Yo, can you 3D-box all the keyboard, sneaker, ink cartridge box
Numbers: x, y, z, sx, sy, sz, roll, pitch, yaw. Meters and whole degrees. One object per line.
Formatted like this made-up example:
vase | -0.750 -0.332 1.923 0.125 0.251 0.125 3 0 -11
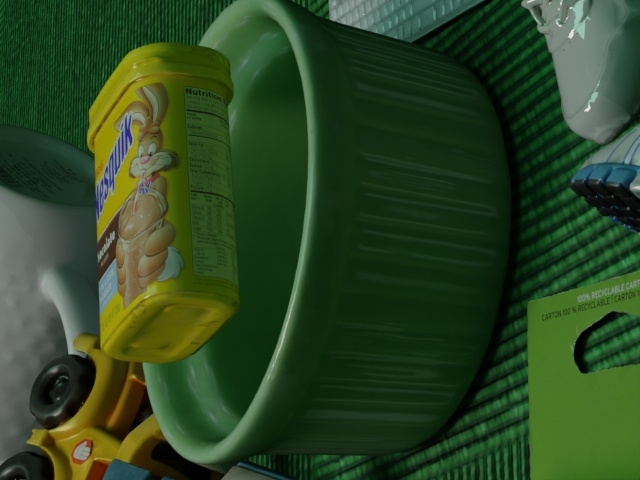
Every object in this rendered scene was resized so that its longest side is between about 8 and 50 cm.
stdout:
keyboard | 0.062 -0.171 1.332 0.256 0.014 0.072 157 119 -64
sneaker | 0.193 -0.048 0.938 0.083 0.071 0.190 -65 19 -14
ink cartridge box | 0.115 0.141 0.998 0.189 0.097 0.255 157 118 -64
sneaker | 0.125 -0.158 1.037 0.090 0.115 0.232 131 143 -53

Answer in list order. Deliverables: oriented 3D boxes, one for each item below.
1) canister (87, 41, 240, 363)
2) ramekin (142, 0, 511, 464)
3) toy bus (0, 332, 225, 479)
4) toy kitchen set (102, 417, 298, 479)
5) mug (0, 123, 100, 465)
canister | -0.099 -0.021 1.201 0.126 0.073 0.170 135 136 -55
ramekin | 0.000 0.000 1.247 0.303 0.148 0.303 -172 90 -67
toy bus | -0.145 0.196 1.534 0.211 0.149 0.220 -1 61 47
toy kitchen set | -0.049 0.152 1.355 0.207 0.122 0.166 13 51 40
mug | -0.294 0.094 1.777 0.374 0.276 0.328 46 121 45
